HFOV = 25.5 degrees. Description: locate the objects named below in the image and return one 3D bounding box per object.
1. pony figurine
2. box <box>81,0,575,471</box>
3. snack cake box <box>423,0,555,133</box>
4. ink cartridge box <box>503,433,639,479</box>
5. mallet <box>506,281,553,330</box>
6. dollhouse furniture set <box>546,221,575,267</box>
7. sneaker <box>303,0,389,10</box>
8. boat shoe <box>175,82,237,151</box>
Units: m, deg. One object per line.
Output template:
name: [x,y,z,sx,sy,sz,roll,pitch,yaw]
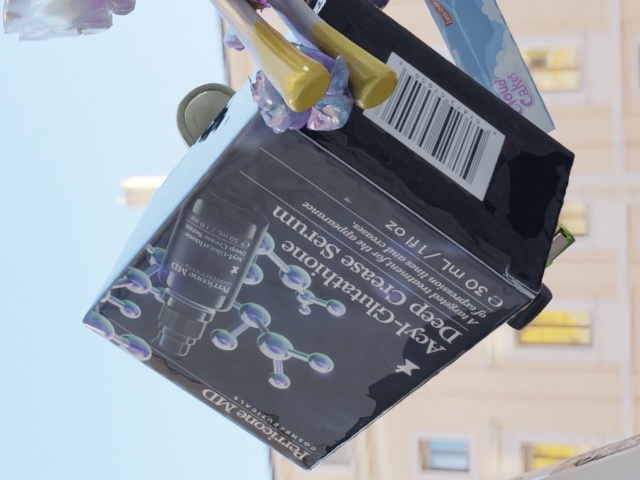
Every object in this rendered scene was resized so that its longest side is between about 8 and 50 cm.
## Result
pony figurine: [-0.086,-0.252,1.128,0.303,0.363,0.351,-34,-21,-21]
box: [0.000,0.000,1.383,0.395,0.294,0.212,-45,15,45]
snack cake box: [0.225,-0.269,1.955,0.264,0.089,0.152,60,-170,-22]
ink cartridge box: [0.252,0.274,1.266,0.065,0.333,0.165,-24,-91,-58]
mallet: [0.225,0.019,1.717,0.039,0.062,0.189,18,-139,-40]
dollhouse furniture set: [0.225,-0.018,1.544,0.076,0.058,0.152,49,-174,39]
sneaker: [-0.045,-0.361,1.664,0.131,0.319,0.112,-21,-29,-51]
boat shoe: [-0.060,-0.032,1.696,0.340,0.127,0.113,49,168,-2]
